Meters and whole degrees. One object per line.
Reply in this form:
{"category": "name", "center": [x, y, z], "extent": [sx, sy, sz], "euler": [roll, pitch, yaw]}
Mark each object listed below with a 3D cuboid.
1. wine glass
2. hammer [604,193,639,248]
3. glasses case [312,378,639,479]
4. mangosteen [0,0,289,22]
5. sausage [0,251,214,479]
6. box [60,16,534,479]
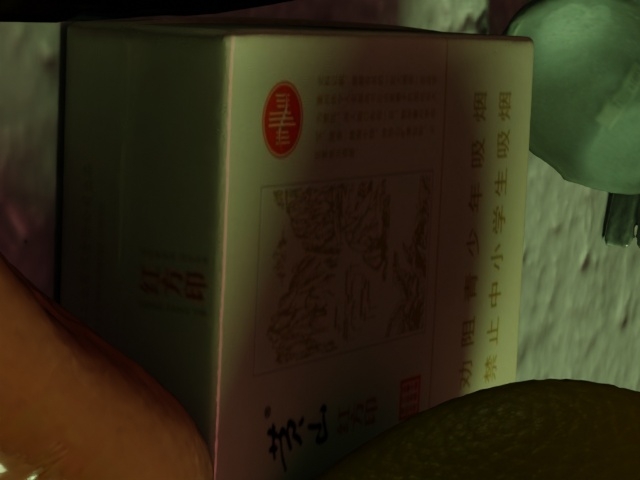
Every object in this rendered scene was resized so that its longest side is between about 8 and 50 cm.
{"category": "wine glass", "center": [0.162, -0.115, 0.814], "extent": [0.222, 0.103, 0.103], "euler": [-51, 137, -44]}
{"category": "hammer", "center": [0.181, 0.050, 0.956], "extent": [0.103, 0.029, 0.246], "euler": [-46, 135, -47]}
{"category": "glasses case", "center": [0.005, 0.205, 0.516], "extent": [0.371, 0.173, 0.141], "euler": [-59, 146, -15]}
{"category": "mangosteen", "center": [-0.021, -0.159, 0.297], "extent": [0.287, 0.287, 0.233], "euler": [16, 63, -60]}
{"category": "sausage", "center": [-0.090, 0.036, 0.439], "extent": [0.194, 0.077, 0.077], "euler": [51, 53, -50]}
{"category": "box", "center": [0.000, 0.000, 0.601], "extent": [0.201, 0.058, 0.141], "euler": [-12, 106, -60]}
